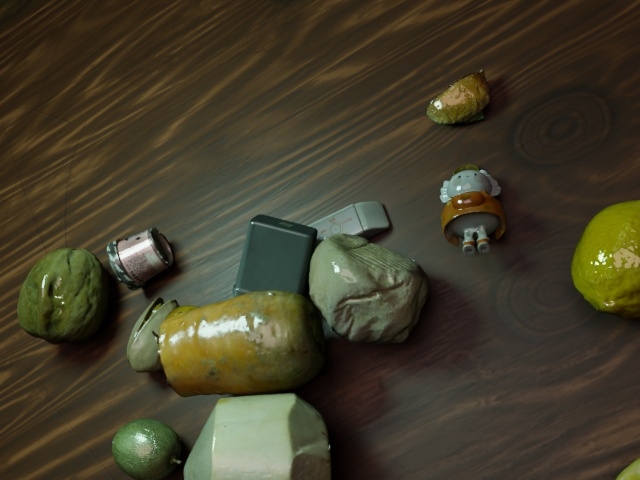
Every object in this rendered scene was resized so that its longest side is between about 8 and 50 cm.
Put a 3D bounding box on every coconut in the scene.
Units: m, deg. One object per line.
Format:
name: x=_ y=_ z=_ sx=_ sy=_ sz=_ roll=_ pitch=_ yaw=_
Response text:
coconut: x=-0.127 y=0.457 z=1.132 sx=0.323 sy=0.323 sz=0.323 roll=-9 pitch=66 yaw=20

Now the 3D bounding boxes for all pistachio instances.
pistachio: x=-0.435 y=0.246 z=1.466 sx=0.129 sy=0.131 sz=0.206 roll=7 pitch=67 yaw=17

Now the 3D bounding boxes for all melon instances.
melon: x=-0.411 y=0.501 z=1.343 sx=0.192 sy=0.139 sz=0.139 roll=10 pitch=73 yaw=27

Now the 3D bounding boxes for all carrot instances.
carrot: x=-0.166 y=0.231 z=1.234 sx=0.340 sy=0.224 sz=0.224 roll=-13 pitch=64 yaw=10

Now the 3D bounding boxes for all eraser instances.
eraser: x=0.000 y=0.000 z=1.420 sx=0.352 sy=0.061 sz=0.089 roll=-25 pitch=62 yaw=13

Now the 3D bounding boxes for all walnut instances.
walnut: x=-0.710 y=0.151 z=1.564 sx=0.227 sy=0.283 sz=0.283 roll=7 pitch=69 yaw=-5

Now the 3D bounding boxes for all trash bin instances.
trash bin: x=-0.109 y=0.071 z=1.353 sx=0.176 sy=0.101 sz=0.236 roll=15 pitch=107 yaw=8

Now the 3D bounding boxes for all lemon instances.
lemon: x=0.592 y=0.034 z=1.068 sx=0.204 sy=0.204 sz=0.260 roll=28 pitch=69 yaw=30

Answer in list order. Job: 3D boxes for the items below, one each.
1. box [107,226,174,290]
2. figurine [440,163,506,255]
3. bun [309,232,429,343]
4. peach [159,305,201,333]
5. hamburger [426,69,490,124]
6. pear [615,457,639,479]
box: x=-0.496 y=0.043 z=1.570 sx=0.135 sy=0.151 sz=0.151 roll=-28 pitch=60 yaw=2
figurine: x=0.344 y=-0.076 z=1.276 sx=0.143 sy=0.143 sz=0.271 roll=-12 pitch=32 yaw=18
bun: x=0.094 y=0.117 z=1.239 sx=0.281 sy=0.281 sz=0.205 roll=22 pitch=104 yaw=29
peach: x=-0.329 y=0.223 z=1.412 sx=0.151 sy=0.151 sz=0.118 roll=-40 pitch=21 yaw=3
hamburger: x=0.358 y=-0.343 z=1.393 sx=0.176 sy=0.087 sz=0.102 roll=-35 pitch=58 yaw=4
pear: x=0.582 y=0.471 z=0.864 sx=0.271 sy=0.271 sz=0.271 roll=-9 pitch=66 yaw=20
